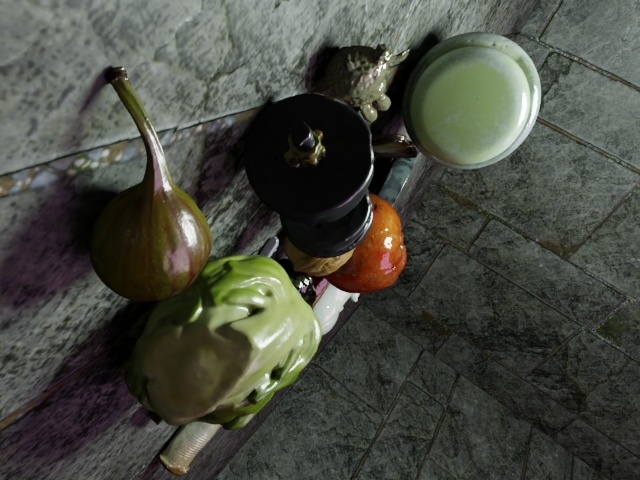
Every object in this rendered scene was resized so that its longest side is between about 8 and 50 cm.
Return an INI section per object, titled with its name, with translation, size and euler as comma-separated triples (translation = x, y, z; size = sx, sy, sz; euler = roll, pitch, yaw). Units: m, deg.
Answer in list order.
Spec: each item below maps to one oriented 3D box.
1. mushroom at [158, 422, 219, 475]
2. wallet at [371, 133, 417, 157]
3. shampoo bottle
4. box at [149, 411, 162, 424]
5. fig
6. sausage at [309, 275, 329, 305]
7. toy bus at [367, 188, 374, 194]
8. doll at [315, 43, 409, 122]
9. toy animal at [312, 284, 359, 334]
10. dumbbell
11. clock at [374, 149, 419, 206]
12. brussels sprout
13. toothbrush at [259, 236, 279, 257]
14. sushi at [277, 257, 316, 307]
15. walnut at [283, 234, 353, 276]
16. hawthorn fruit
[mushroom]
translation = -0.317, 0.494, 1.200
size = 0.351, 0.095, 0.123
euler = -56, 149, -6
[wallet]
translation = 0.170, -0.234, 1.084
size = 0.255, 0.137, 0.031
euler = -13, 104, -70
[shampoo bottle]
translation = 0.373, -0.349, 1.084
size = 0.322, 0.323, 0.317
euler = -63, 176, 30
[box]
translation = -0.287, 0.315, 0.948
size = 0.193, 0.030, 0.121
euler = -45, 177, -38
[fig]
translation = -0.169, -0.046, 0.427
size = 0.124, 0.124, 0.236
euler = -38, 146, -51
[sausage]
translation = -0.007, 0.110, 1.337
size = 0.330, 0.102, 0.102
euler = -53, 166, -8
[toy bus]
translation = 0.103, -0.100, 1.294
size = 0.075, 0.060, 0.122
euler = -30, 150, -58
[doll]
translation = 0.086, -0.278, 0.770
size = 0.203, 0.091, 0.286
euler = -24, 178, 42
[toy animal]
translation = 0.023, 0.204, 1.490
size = 0.289, 0.174, 0.249
euler = -55, 166, -7
[dumbbell]
translation = -0.002, -0.086, 0.710
size = 0.185, 0.185, 0.388
euler = -54, 166, -7
[clock]
translation = 0.218, -0.164, 1.391
size = 0.312, 0.061, 0.312
euler = -62, 178, -3
[brussels sprout]
translation = -0.145, 0.168, 0.708
size = 0.328, 0.247, 0.328
euler = -54, 169, -15
[toothbrush]
translation = -0.193, 0.140, 0.924
size = 0.354, 0.024, 0.029
euler = -55, 165, 0
[sushi]
translation = -0.089, 0.149, 1.086
size = 0.127, 0.124, 0.225
euler = -49, 165, -26
[walnut]
translation = 0.000, 0.000, 0.990
size = 0.184, 0.155, 0.155
euler = -49, 165, -10
[hawthorn fruit]
translation = 0.085, 0.027, 1.178
size = 0.308, 0.275, 0.276
euler = -23, 171, 12
